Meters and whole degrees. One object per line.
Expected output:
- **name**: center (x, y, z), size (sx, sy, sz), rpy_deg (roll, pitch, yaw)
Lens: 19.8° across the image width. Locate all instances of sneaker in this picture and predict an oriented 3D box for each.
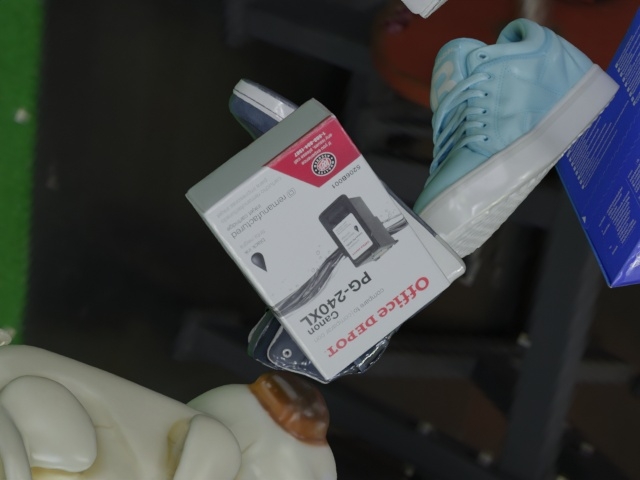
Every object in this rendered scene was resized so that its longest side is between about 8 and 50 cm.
- **sneaker**: center (0.141, -0.100, 1.658), size (0.135, 0.150, 0.366), rpy_deg (-52, 174, 33)
- **sneaker**: center (-0.021, 0.003, 1.363), size (0.163, 0.086, 0.226), rpy_deg (-46, 104, -3)

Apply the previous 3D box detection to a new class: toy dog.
- **toy dog**: center (-0.175, 0.246, 1.725), size (0.407, 0.395, 0.285), rpy_deg (5, 116, -29)

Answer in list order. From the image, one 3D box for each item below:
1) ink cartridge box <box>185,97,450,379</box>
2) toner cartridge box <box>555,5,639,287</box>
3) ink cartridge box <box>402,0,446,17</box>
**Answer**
- **ink cartridge box**: center (0.000, 0.000, 1.219), size (0.109, 0.063, 0.150), rpy_deg (-38, 112, -4)
- **toner cartridge box**: center (0.345, -0.117, 1.810), size (0.075, 0.165, 0.348), rpy_deg (-7, 148, -19)
- **ink cartridge box**: center (0.085, -0.228, 1.330), size (0.122, 0.088, 0.052), rpy_deg (-44, 179, -45)
